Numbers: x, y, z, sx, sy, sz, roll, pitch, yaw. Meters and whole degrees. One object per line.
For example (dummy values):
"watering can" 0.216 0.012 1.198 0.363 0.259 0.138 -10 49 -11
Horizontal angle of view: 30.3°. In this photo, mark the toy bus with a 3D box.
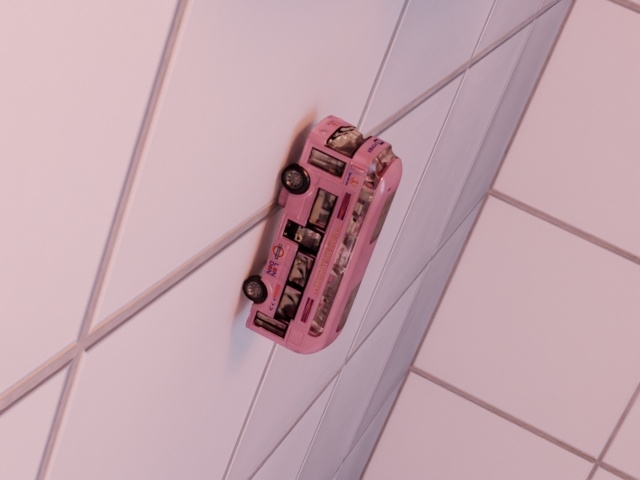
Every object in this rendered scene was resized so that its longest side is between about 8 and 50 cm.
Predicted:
"toy bus" 0.000 0.000 0.982 0.063 0.090 0.203 -44 157 -58
